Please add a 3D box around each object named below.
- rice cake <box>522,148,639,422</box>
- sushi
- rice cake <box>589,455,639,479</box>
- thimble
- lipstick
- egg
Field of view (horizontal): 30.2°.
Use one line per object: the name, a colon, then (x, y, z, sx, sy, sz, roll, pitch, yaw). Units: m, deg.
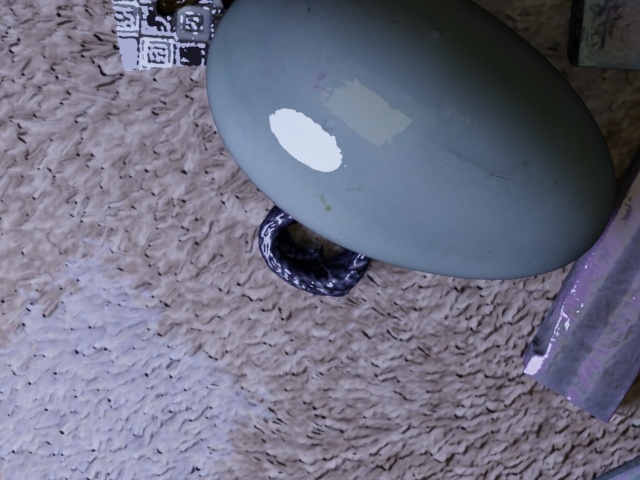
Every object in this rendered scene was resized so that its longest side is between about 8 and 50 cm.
rice cake: (0.292, 0.023, 1.092, 0.106, 0.050, 0.298, 27, 105, -2)
sushi: (-0.094, -0.229, 1.069, 0.200, 0.031, 0.139, -3, 111, 3)
rice cake: (0.277, 0.244, 1.159, 0.207, 0.033, 0.033, -29, 99, 11)
thimble: (-0.002, -0.002, 1.102, 0.104, 0.066, 0.095, 36, 107, -4)
lipstick: (0.406, -0.178, 1.018, 0.371, 0.076, 0.080, 3, 104, 4)
egg: (0.080, -0.092, 0.988, 0.370, 0.230, 0.230, 27, 105, -11)
